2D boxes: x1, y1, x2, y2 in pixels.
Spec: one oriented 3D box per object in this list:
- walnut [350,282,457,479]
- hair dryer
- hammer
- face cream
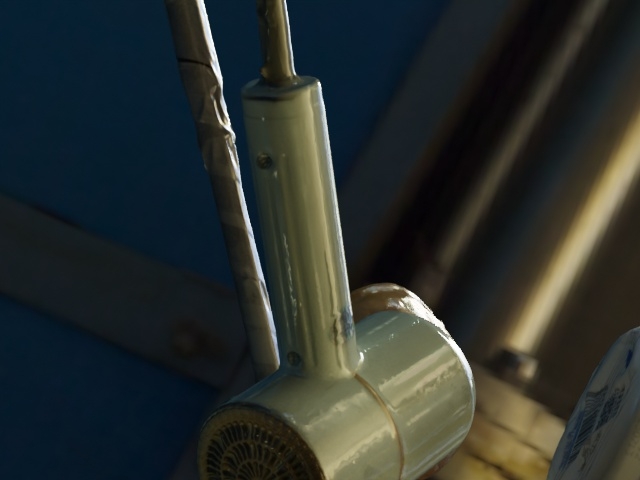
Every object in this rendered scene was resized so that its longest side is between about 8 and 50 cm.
[{"bbox_3d":[0.069,0.129,1.596,0.211,0.087,0.167,39,-107,-50],"label":"walnut"},{"bbox_3d":[0.000,0.000,1.181,0.173,0.107,0.357,-31,-59,-48],"label":"hair dryer"},{"bbox_3d":[-0.072,-0.048,1.423,0.152,0.044,0.427,7,-111,-70],"label":"hammer"},{"bbox_3d":[0.276,0.179,1.696,0.206,0.111,0.206,-62,5,9],"label":"face cream"}]
